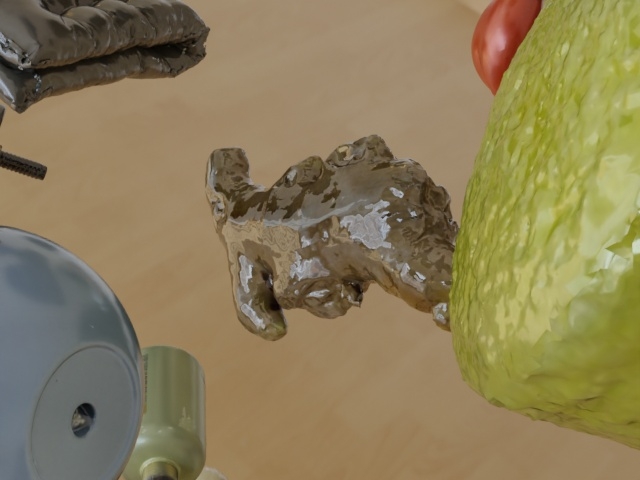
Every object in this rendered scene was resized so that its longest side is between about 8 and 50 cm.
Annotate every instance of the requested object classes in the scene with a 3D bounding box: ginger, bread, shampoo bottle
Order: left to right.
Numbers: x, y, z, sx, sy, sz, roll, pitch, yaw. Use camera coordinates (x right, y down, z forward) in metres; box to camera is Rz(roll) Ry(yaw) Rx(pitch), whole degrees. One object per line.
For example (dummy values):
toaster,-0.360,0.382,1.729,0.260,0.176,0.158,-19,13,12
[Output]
shampoo bottle,-0.138,0.167,1.275,0.079,0.079,0.162,16,33,-17
ginger,0.002,0.000,1.167,0.080,0.333,0.166,21,78,-44
bread,0.253,-0.028,0.865,0.307,0.348,0.348,21,38,-12

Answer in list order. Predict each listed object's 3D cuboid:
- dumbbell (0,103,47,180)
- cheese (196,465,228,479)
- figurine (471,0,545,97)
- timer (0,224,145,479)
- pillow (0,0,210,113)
dumbbell,-0.517,-0.139,1.932,0.325,0.143,0.143,19,38,-13
cheese,-0.167,0.337,1.837,0.064,0.137,0.227,27,-2,-14
figurine,0.274,-0.160,1.207,0.257,0.181,0.208,18,64,36
timer,-0.189,0.059,0.740,0.175,0.175,0.255,0,15,-34
pillow,-0.273,-0.229,1.433,0.228,0.101,0.326,35,27,14
